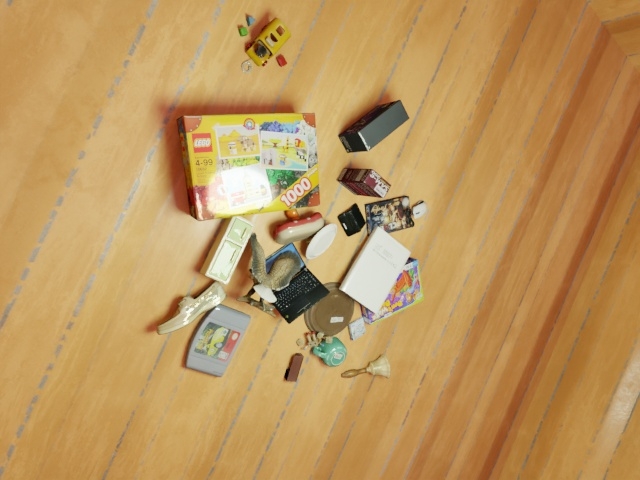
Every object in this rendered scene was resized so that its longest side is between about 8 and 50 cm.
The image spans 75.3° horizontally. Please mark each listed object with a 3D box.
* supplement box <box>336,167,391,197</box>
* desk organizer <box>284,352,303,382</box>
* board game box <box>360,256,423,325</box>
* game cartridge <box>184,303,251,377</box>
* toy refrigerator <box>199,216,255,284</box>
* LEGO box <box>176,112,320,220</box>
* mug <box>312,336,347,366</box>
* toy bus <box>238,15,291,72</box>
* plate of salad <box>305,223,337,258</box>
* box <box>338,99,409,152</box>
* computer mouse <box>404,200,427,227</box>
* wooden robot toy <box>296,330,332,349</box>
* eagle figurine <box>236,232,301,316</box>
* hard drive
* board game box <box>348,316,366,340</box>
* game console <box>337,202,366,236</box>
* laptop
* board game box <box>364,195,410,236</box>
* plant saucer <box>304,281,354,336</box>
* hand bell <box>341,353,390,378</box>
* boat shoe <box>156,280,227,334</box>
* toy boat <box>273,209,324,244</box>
[{"bbox_3d":[0.188,-0.257,1.843,0.130,0.239,0.073,34,83,-29],"label":"supplement box"},{"bbox_3d":[-0.126,0.597,1.958,0.050,0.047,0.130,16,92,-26],"label":"desk organizer"},{"bbox_3d":[0.358,0.254,2.124,0.347,0.078,0.233,-20,109,-23],"label":"board game box"},{"bbox_3d":[-0.443,0.421,1.757,0.196,0.060,0.294,27,87,-25],"label":"game cartridge"},{"bbox_3d":[-0.372,0.033,1.671,0.102,0.094,0.270,30,77,-28],"label":"toy refrigerator"},{"bbox_3d":[-0.270,-0.298,1.624,0.500,0.193,0.373,-10,105,-25],"label":"LEGO box"},{"bbox_3d":[0.051,0.550,2.002,0.157,0.097,0.129,-24,118,-18],"label":"mug"},{"bbox_3d":[-0.208,-0.765,1.616,0.191,0.104,0.202,-9,104,-25],"label":"toy bus"},{"bbox_3d":[0.000,0.000,1.866,0.200,0.048,0.200,-40,155,-23],"label":"plate of salad"},{"bbox_3d":[0.235,-0.506,1.852,0.261,0.184,0.103,-40,116,-16],"label":"box"},{"bbox_3d":[0.496,-0.148,2.105,0.193,0.042,0.106,-37,119,-37],"label":"computer mouse"},{"bbox_3d":[-0.023,0.464,1.971,0.173,0.079,0.076,-14,88,13],"label":"wooden robot toy"},{"bbox_3d":[-0.226,0.133,1.708,0.298,0.225,0.226,-67,160,-15],"label":"eagle figurine"},{"bbox_3d":[0.266,0.144,1.992,0.233,0.047,0.353,37,76,-21],"label":"hard drive"},{"bbox_3d":[0.186,0.446,2.095,0.090,0.020,0.090,-24,113,-34],"label":"board game box"},{"bbox_3d":[0.150,-0.098,1.985,0.107,0.071,0.122,-25,113,11],"label":"game console"},{"bbox_3d":[-0.132,0.181,1.821,0.234,0.264,0.137,-36,150,-16],"label":"laptop"},{"bbox_3d":[0.337,-0.121,2.060,0.243,0.042,0.165,-14,107,-24],"label":"board game box"},{"bbox_3d":[0.052,0.339,2.005,0.277,0.041,0.278,-6,103,-27],"label":"plant saucer"},{"bbox_3d":[0.225,0.670,2.141,0.242,0.126,0.126,-7,103,-13],"label":"hand bell"},{"bbox_3d":[-0.523,0.265,1.657,0.302,0.109,0.098,-31,103,-26],"label":"boat shoe"},{"bbox_3d":[-0.103,-0.082,1.802,0.231,0.151,0.151,-15,77,-24],"label":"toy boat"}]
